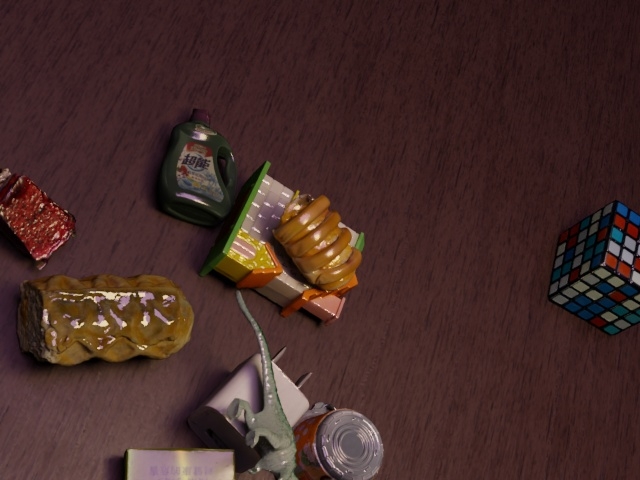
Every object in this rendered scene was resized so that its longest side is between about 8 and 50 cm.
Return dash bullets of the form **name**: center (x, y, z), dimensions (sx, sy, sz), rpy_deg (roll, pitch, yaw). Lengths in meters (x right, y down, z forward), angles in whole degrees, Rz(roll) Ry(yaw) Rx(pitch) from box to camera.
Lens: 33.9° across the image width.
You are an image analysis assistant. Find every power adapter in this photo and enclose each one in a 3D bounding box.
- **power adapter**: center (-0.096, 0.259, 1.718), dimensions (0.130, 0.125, 0.205), rpy_deg (48, 54, -1)

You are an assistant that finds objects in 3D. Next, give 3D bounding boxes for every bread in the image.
- **bread**: center (-0.329, 0.122, 1.652), dimensions (0.267, 0.130, 0.152), rpy_deg (0, 58, -30)
- **bread**: center (0.000, 0.000, 1.811), dimensions (0.177, 0.084, 0.119), rpy_deg (54, 50, -7)

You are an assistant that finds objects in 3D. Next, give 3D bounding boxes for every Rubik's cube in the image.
- **Rubik's cube**: center (0.612, 0.058, 2.200), dimensions (0.184, 0.182, 0.187), rpy_deg (28, 55, -14)

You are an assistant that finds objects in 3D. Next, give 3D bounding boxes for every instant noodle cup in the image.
- **instant noodle cup**: center (0.026, 0.355, 1.743), dimensions (0.177, 0.125, 0.208), rpy_deg (8, 63, -28)

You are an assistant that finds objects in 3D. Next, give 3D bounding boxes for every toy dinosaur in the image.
- **toy dinosaur**: center (-0.095, 0.254, 1.585), dimensions (0.129, 0.076, 0.383), rpy_deg (8, 68, -64)

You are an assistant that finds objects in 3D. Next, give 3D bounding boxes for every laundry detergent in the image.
- **laundry detergent**: center (-0.213, -0.140, 1.885), dimensions (0.144, 0.078, 0.222), rpy_deg (20, 55, -23)

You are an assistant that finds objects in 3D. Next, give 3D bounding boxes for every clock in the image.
- **clock**: center (-0.051, 0.021, 1.877), dimensions (0.255, 0.106, 0.220), rpy_deg (32, 55, -14)

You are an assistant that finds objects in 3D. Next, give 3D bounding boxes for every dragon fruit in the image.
- **dragon fruit**: center (-0.475, -0.039, 1.679), dimensions (0.102, 0.096, 0.147), rpy_deg (-54, 129, -27)

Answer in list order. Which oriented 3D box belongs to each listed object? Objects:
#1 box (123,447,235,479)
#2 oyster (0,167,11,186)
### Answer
- **box**: center (-0.212, 0.469, 1.571), dimensions (0.172, 0.043, 0.311), rpy_deg (3, 67, -15)
- **oyster**: center (-0.626, -0.108, 1.623), dimensions (0.214, 0.083, 0.223), rpy_deg (44, 60, 3)
